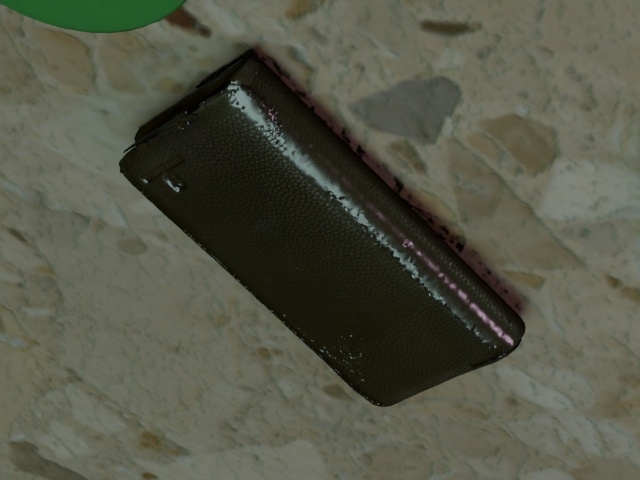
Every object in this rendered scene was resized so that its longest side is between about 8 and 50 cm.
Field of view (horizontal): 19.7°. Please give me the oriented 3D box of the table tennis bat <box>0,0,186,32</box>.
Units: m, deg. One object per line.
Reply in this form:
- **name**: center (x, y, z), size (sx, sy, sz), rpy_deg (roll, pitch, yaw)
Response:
- **table tennis bat**: center (-0.126, -0.186, 0.769), size (0.160, 0.039, 0.257), rpy_deg (11, 142, 17)

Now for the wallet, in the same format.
- **wallet**: center (0.000, 0.000, 0.903), size (0.198, 0.031, 0.110), rpy_deg (43, 136, -19)
